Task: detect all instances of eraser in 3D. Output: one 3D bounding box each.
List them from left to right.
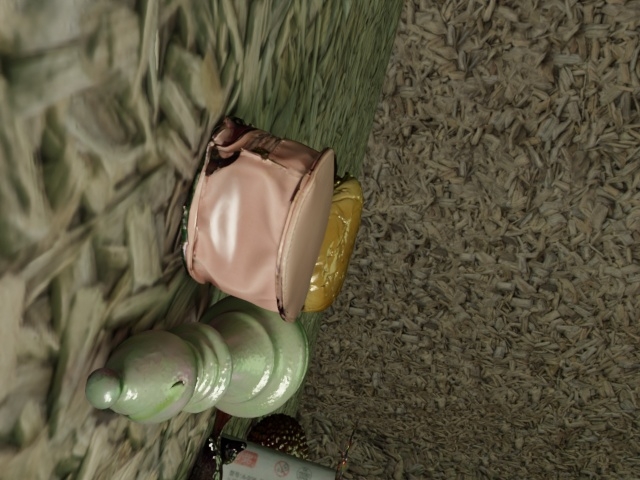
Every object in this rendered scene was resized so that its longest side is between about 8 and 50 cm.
[{"bbox_3d":[-0.104,0.466,0.830,0.081,0.227,0.174,101,7,-65],"label":"eraser"}]

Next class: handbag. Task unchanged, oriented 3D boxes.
[{"bbox_3d":[-0.057,-0.021,0.468,0.205,0.117,0.179,87,20,-70],"label":"handbag"}]

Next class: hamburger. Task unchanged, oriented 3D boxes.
[{"bbox_3d":[0.000,0.001,0.913,0.259,0.145,0.283,24,77,-81],"label":"hamburger"}]

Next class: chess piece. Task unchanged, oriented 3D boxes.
[{"bbox_3d":[-0.112,0.116,0.433,0.272,0.139,0.139,22,84,-72],"label":"chess piece"}]

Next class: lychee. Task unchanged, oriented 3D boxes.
[{"bbox_3d":[-0.114,0.550,1.229,0.188,0.188,0.188,17,90,-84],"label":"lychee"}]

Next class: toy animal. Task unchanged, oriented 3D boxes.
[{"bbox_3d":[-0.183,0.374,0.732,0.105,0.070,0.202,82,25,-44],"label":"toy animal"}]

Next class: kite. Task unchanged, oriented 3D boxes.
[{"bbox_3d":[0.029,0.427,0.808,0.198,0.006,0.244,-49,155,-81],"label":"kite"}]
